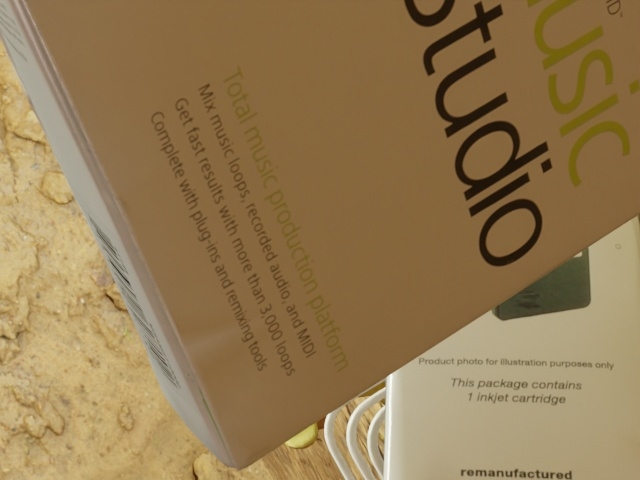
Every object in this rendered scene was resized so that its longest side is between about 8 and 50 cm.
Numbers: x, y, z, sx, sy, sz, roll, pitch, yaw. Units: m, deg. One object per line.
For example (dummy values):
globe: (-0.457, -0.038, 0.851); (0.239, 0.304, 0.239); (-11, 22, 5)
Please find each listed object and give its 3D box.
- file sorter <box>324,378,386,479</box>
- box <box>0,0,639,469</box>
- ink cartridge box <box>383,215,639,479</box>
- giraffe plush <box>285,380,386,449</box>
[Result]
file sorter: (0.136, 0.157, 1.056); (0.192, 0.173, 0.278); (61, 167, -2)
box: (0.062, -0.110, 0.431); (0.058, 0.322, 0.232); (37, 154, 51)
ink cartridge box: (0.096, 0.061, 0.792); (0.211, 0.122, 0.289); (85, -173, -53)
giraffe plush: (0.017, 0.117, 1.428); (0.181, 0.170, 0.210); (43, 158, 54)
